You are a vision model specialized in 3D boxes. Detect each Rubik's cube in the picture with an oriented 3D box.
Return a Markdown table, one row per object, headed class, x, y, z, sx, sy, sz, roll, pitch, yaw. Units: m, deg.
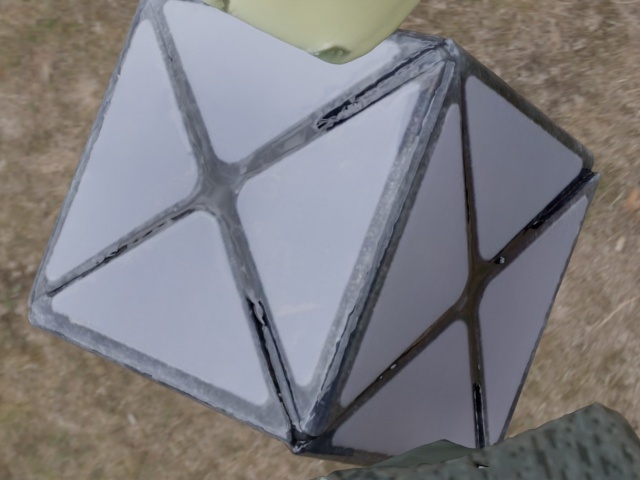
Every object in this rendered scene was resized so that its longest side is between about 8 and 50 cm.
| class | x | y | z | sx | sy | sz | roll | pitch | yaw |
| --- | --- | --- | --- | --- | --- | --- | --- | --- | --- |
| Rubik's cube | 0.000 | 0.000 | 0.893 | 0.260 | 0.259 | 0.255 | 17 | 87 | 38 |

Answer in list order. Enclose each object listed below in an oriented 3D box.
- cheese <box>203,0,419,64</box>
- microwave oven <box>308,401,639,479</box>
| class | x | y | z | sx | sy | sz | roll | pitch | yaw |
| --- | --- | --- | --- | --- | --- | --- | --- | --- | --- |
| cheese | 0.042 | -0.192 | 0.606 | 0.251 | 0.127 | 0.054 | -46 | 40 | 31 |
| microwave oven | -0.011 | 0.301 | 0.589 | 0.374 | 0.432 | 0.236 | 61 | 151 | 22 |
